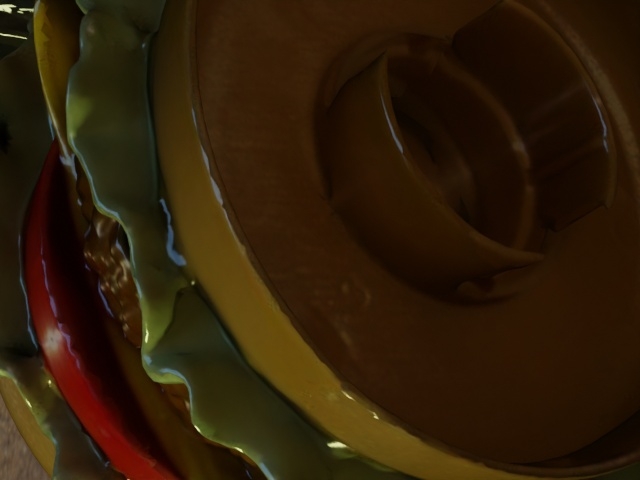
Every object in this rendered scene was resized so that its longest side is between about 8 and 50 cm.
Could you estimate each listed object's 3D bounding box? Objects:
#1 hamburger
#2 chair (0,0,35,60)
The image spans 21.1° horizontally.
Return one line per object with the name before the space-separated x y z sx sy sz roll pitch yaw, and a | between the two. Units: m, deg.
hamburger | 0.000 0.000 0.623 0.212 0.274 0.274 -33 54 49
chair | -0.180 0.105 0.839 0.364 0.362 0.410 -22 58 57
